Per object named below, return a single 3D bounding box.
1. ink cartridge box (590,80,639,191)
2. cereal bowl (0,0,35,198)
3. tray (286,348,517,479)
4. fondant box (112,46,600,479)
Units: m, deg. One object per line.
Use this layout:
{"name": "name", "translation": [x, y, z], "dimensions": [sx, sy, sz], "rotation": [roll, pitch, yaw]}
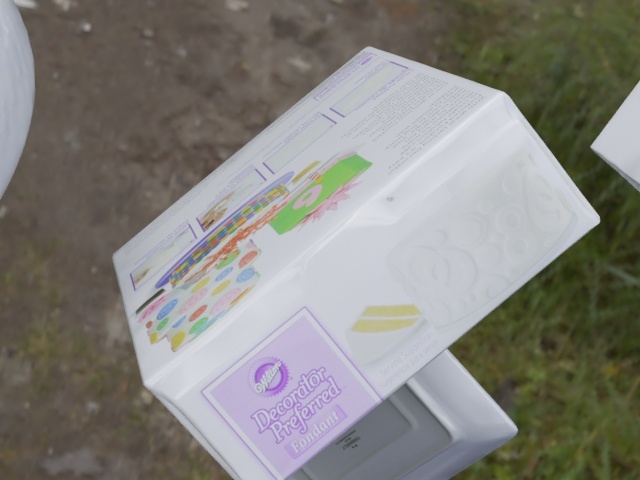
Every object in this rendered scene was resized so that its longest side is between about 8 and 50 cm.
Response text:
{"name": "ink cartridge box", "translation": [0.292, -0.099, 0.977], "dimensions": [0.092, 0.219, 0.160], "rotation": [44, 12, 37]}
{"name": "cereal bowl", "translation": [-0.347, -0.106, 0.908], "dimensions": [0.338, 0.141, 0.339], "rotation": [-3, 59, 5]}
{"name": "tray", "translation": [0.027, 0.141, 1.177], "dimensions": [0.145, 0.270, 0.030], "rotation": [49, 54, 3]}
{"name": "fondant box", "translation": [0.000, 0.000, 0.954], "dimensions": [0.096, 0.238, 0.330], "rotation": [51, -1, -14]}
